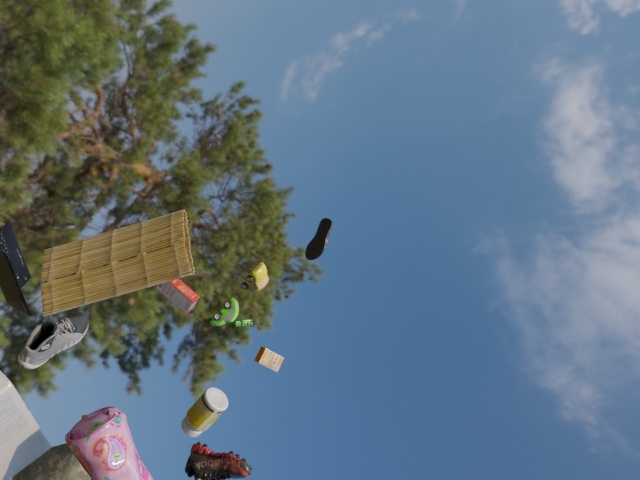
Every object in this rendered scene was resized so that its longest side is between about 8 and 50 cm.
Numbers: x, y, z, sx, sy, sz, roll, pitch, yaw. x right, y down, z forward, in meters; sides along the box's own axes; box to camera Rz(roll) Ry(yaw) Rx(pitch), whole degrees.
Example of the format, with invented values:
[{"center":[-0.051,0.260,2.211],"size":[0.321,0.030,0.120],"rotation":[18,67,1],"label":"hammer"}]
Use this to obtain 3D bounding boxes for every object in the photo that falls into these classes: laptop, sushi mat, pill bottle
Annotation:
[{"center":[-1.027,0.090,1.744],"size":[0.264,0.136,0.234],"rotation":[-94,180,-63],"label":"laptop"},{"center":[-0.405,0.043,1.013],"size":[0.316,0.019,0.152],"rotation":[-16,-115,5],"label":"sushi mat"},{"center":[-0.502,0.743,2.205],"size":[0.208,0.119,0.119],"rotation":[-49,-141,17],"label":"pill bottle"}]

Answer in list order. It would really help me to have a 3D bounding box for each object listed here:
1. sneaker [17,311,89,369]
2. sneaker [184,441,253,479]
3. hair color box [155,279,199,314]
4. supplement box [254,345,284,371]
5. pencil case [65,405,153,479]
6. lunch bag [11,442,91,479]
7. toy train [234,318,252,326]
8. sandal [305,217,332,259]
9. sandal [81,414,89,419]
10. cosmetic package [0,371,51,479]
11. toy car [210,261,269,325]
[{"center":[-0.743,0.260,1.457],"size":[0.132,0.086,0.229],"rotation":[-55,177,39],"label":"sneaker"},{"center":[-0.375,0.825,1.845],"size":[0.276,0.098,0.135],"rotation":[2,-140,27],"label":"sneaker"},{"center":[-0.488,0.178,1.749],"size":[0.072,0.141,0.043],"rotation":[-55,173,32],"label":"hair color box"},{"center":[-0.194,0.450,1.943],"size":[0.036,0.098,0.062],"rotation":[6,-115,54],"label":"supplement box"},{"center":[-0.412,0.489,1.063],"size":[0.124,0.124,0.284],"rotation":[-10,-73,49],"label":"pencil case"},{"center":[-0.669,0.669,1.342],"size":[0.286,0.169,0.235],"rotation":[-16,-141,16],"label":"lunch bag"},{"center":[-0.298,0.318,1.985],"size":[0.017,0.083,0.024],"rotation":[7,-86,49],"label":"toy train"},{"center":[0.000,0.000,1.955],"size":[0.067,0.040,0.179],"rotation":[21,-106,17],"label":"sandal"},{"center":[-0.593,0.511,1.403],"size":[0.180,0.072,0.049],"rotation":[87,8,-61],"label":"sandal"},{"center":[-0.691,0.332,1.012],"size":[0.217,0.156,0.385],"rotation":[42,-35,15],"label":"cosmetic package"},{"center":[-0.223,0.164,1.464],"size":[0.225,0.053,0.239],"rotation":[-49,179,-8],"label":"toy car"}]
